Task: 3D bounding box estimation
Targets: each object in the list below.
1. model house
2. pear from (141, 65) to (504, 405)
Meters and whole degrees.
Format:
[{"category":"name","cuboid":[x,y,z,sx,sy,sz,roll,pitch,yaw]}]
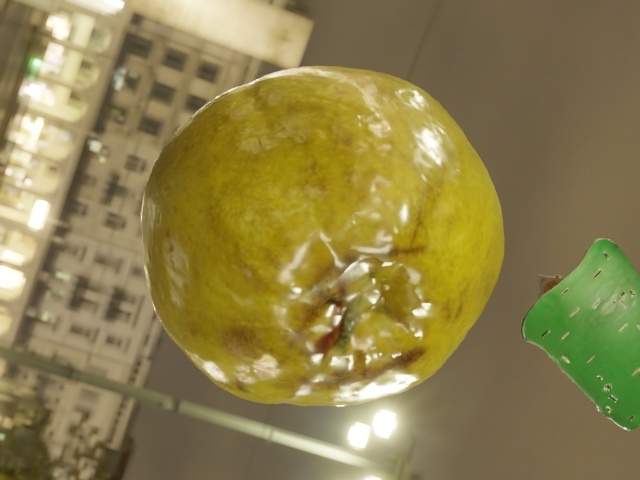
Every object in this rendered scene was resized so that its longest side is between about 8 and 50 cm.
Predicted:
[{"category":"model house","cuboid":[0.247,0.072,1.168,0.117,0.167,0.088,-48,-159,6]},{"category":"pear","cuboid":[0.000,0.000,0.545,0.162,0.149,0.148,-128,-122,-75]}]
